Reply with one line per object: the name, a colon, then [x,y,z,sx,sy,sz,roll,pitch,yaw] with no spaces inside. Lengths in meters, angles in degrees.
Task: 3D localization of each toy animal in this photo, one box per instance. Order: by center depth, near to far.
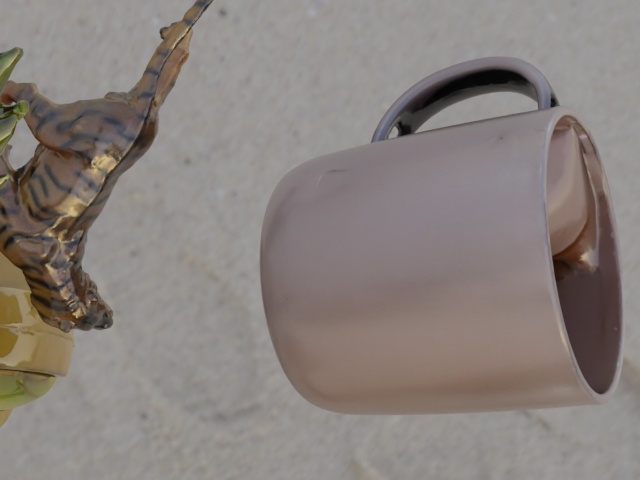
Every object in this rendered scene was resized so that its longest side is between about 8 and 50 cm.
toy animal: [-0.143,-0.070,1.259,0.114,0.255,0.116,17,25,-41]

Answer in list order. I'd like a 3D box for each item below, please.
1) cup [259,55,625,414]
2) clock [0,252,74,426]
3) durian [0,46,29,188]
cup: [0.081,-0.007,1.273,0.200,0.191,0.253,-7,60,22]
clock: [-0.328,0.040,1.340,0.244,0.317,0.200,-3,85,15]
durian: [-0.216,0.004,0.588,0.157,0.169,0.355,47,53,-10]
